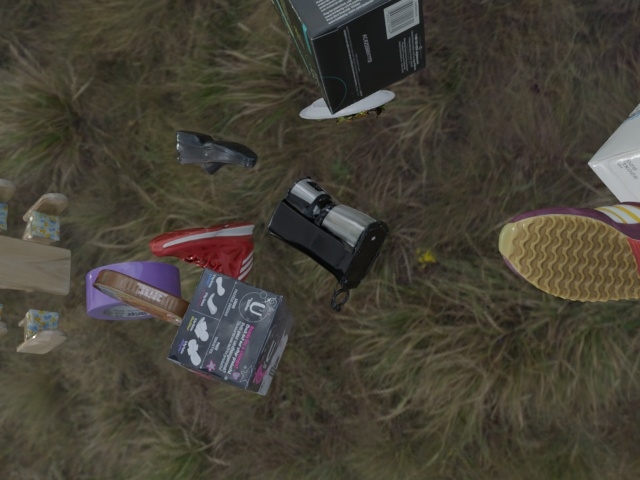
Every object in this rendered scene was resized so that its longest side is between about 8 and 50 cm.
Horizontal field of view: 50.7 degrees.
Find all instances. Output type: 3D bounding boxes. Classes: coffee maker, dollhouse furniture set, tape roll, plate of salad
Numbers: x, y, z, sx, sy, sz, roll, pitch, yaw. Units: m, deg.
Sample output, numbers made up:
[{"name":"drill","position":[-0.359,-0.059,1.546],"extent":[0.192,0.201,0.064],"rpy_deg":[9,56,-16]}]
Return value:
[{"name":"coffee maker","position":[0.000,0.000,1.178],"extent":[0.178,0.120,0.171],"rpy_deg":[31,79,26]},{"name":"dollhouse furniture set","position":[-0.727,0.022,1.482],"extent":[0.256,0.394,0.362],"rpy_deg":[-30,57,38]},{"name":"tape roll","position":[-0.382,0.106,1.388],"extent":[0.189,0.189,0.080],"rpy_deg":[-18,72,29]},{"name":"plate of salad","position":[0.056,-0.270,1.385],"extent":[0.199,0.200,0.048],"rpy_deg":[-2,114,24]}]

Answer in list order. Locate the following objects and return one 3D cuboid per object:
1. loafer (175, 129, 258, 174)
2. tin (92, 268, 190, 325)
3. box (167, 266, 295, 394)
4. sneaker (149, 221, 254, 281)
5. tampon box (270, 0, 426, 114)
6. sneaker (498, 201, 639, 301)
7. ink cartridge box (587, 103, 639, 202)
[{"name":"loafer","position":[-0.177,-0.141,1.142],"extent":[0.170,0.062,0.061],"rpy_deg":[20,106,33]},{"name":"tin","position":[-0.305,0.102,1.190],"extent":[0.189,0.040,0.106],"rpy_deg":[25,165,-12]},{"name":"box","position":[-0.141,0.168,1.162],"extent":[0.142,0.247,0.163],"rpy_deg":[19,76,8]},{"name":"sneaker","position":[-0.204,0.039,1.243],"extent":[0.087,0.221,0.128],"rpy_deg":[1,99,49]},{"name":"tampon box","position":[0.013,-0.226,0.615],"extent":[0.101,0.120,0.161],"rpy_deg":[-26,67,0]},{"name":"sneaker","position":[0.222,0.004,0.528],"extent":[0.185,0.084,0.070],"rpy_deg":[7,109,-6]},{"name":"ink cartridge box","position":[0.514,-0.129,0.875],"extent":[0.171,0.233,0.168],"rpy_deg":[45,165,-7]}]
